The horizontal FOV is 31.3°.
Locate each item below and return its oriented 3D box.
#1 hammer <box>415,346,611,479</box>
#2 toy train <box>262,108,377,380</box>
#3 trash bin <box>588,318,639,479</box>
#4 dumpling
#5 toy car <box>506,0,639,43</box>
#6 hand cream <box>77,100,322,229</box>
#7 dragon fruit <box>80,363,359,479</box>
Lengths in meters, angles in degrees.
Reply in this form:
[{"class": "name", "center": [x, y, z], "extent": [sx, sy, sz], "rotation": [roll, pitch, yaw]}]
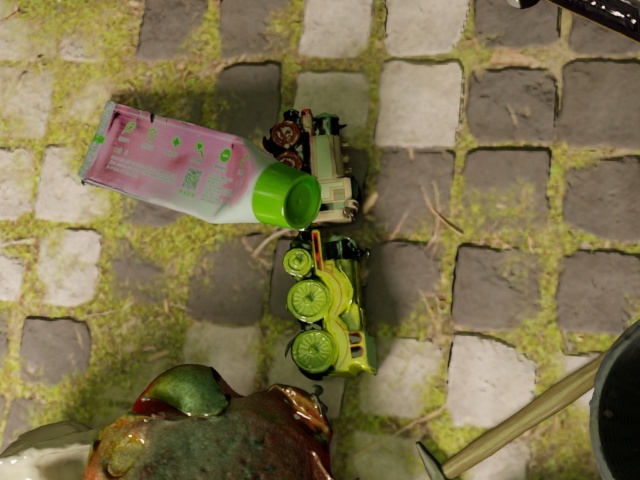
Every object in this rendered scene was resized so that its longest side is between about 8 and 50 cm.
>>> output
[{"class": "hammer", "center": [0.172, 0.143, 0.950], "extent": [0.199, 0.013, 0.062], "rotation": [-35, 72, 6]}, {"class": "toy train", "center": [0.000, 0.000, 1.011], "extent": [0.085, 0.053, 0.249], "rotation": [-9, 75, 6]}, {"class": "trash bin", "center": [0.293, 0.135, 0.837], "extent": [0.175, 0.161, 0.175], "rotation": [-3, 80, 20]}, {"class": "dumpling", "center": [-0.252, 0.239, 0.963], "extent": [0.252, 0.179, 0.131], "rotation": [-44, 70, 3]}, {"class": "toy car", "center": [0.253, -0.238, 0.962], "extent": [0.257, 0.101, 0.124], "rotation": [31, 85, 21]}, {"class": "hand cream", "center": [-0.119, -0.063, 1.034], "extent": [0.275, 0.050, 0.079], "rotation": [18, 58, 38]}, {"class": "dragon fruit", "center": [-0.084, 0.248, 0.912], "extent": [0.268, 0.130, 0.295], "rotation": [7, 65, -25]}]
